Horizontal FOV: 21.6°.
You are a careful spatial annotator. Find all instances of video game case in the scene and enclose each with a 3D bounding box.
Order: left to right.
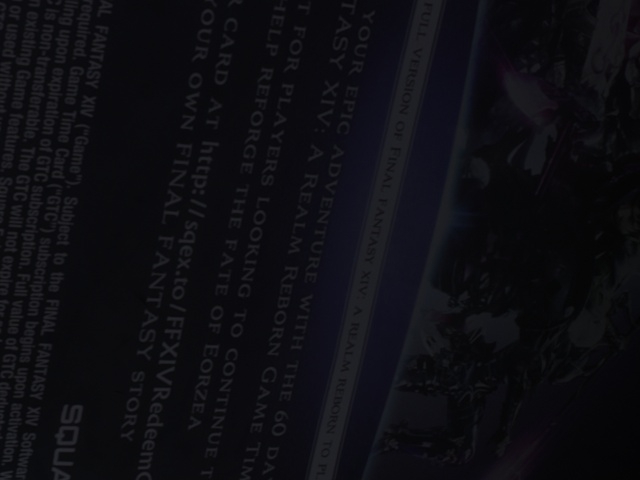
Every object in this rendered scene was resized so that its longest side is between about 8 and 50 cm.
[{"bbox_3d":[0.013,-0.007,0.384,0.274,0.196,0.026,4,-163,-31],"label":"video game case"}]
